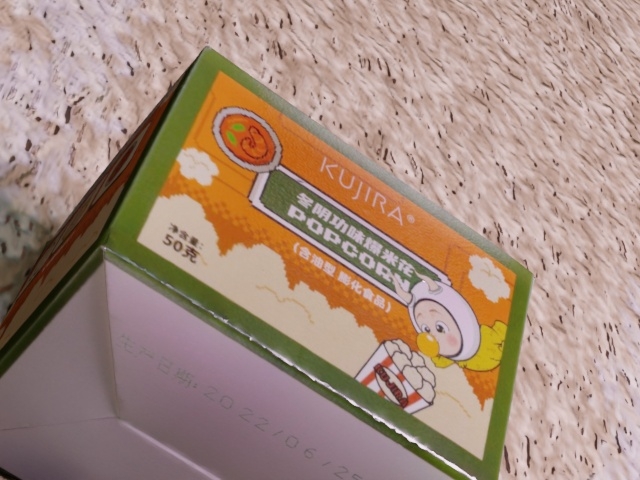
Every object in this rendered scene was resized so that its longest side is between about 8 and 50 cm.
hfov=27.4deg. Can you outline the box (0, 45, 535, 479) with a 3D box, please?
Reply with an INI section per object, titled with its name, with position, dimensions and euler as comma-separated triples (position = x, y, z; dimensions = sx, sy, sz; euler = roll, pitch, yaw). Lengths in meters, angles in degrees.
[box]
position = -0.035, 0.049, 0.611
dimensions = 0.195, 0.177, 0.148
euler = 34, 43, -14
